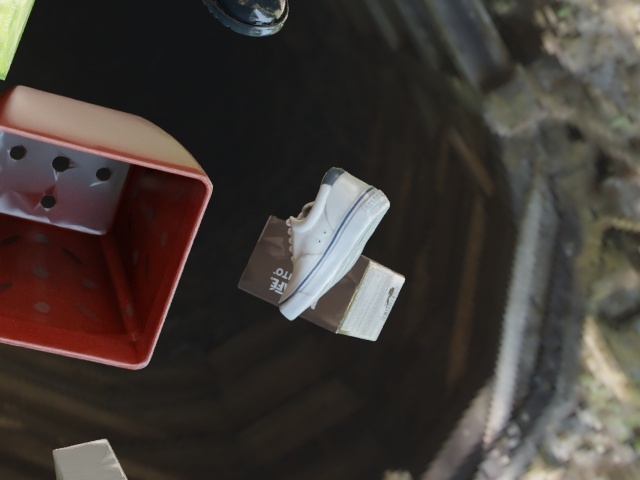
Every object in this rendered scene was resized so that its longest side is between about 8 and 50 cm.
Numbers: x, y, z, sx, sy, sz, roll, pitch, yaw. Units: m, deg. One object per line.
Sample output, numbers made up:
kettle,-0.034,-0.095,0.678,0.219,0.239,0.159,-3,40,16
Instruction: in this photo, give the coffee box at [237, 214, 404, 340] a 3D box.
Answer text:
coffee box,0.007,0.061,2.560,0.119,0.168,0.297,-65,166,0

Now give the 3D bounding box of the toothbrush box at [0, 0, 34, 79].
toothbrush box,-0.467,-0.334,2.111,0.206,0.122,0.283,-69,161,1

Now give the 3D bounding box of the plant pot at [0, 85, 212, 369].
plant pot,-0.306,-0.040,2.039,0.236,0.267,0.267,-110,-142,-60

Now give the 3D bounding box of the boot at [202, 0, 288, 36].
boot,-0.086,-0.370,1.828,0.094,0.247,0.207,-13,157,-23

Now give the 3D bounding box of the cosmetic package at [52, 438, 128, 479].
cosmetic package,-0.306,0.495,2.516,0.097,0.285,0.377,-12,-163,-14

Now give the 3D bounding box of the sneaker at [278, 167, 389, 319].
sneaker,0.000,0.000,2.138,0.094,0.091,0.258,-38,167,-45
